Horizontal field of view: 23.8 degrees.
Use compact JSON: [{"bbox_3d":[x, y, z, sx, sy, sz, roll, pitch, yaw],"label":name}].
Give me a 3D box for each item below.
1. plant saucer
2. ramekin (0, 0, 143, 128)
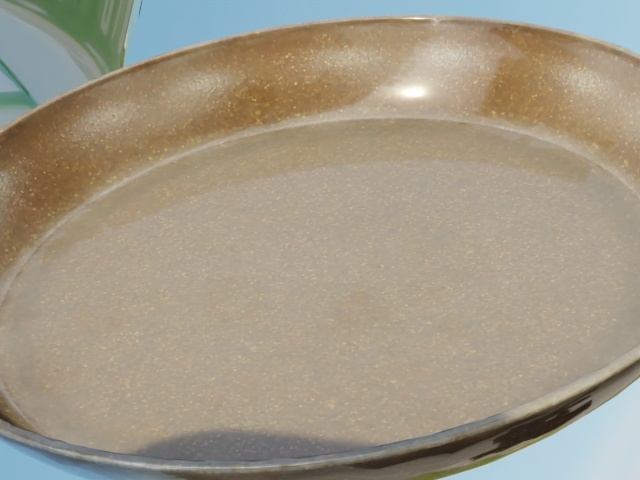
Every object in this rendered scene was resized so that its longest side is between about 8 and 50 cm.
[{"bbox_3d":[0.000,0.000,0.560,0.310,0.310,0.050,-45,-44,-46],"label":"plant saucer"},{"bbox_3d":[-0.258,-0.178,1.004,0.303,0.303,0.148,59,-147,-64],"label":"ramekin"}]
